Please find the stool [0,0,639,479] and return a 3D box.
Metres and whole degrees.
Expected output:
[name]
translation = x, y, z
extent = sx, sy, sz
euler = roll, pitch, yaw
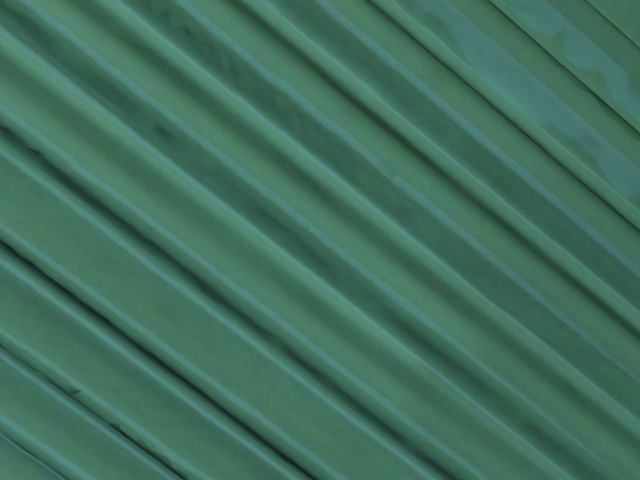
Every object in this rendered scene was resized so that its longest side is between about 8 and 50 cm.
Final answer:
[stool]
translation = 0.000, 0.000, 0.556
extent = 0.330, 0.297, 0.297
euler = 38, 123, -2
